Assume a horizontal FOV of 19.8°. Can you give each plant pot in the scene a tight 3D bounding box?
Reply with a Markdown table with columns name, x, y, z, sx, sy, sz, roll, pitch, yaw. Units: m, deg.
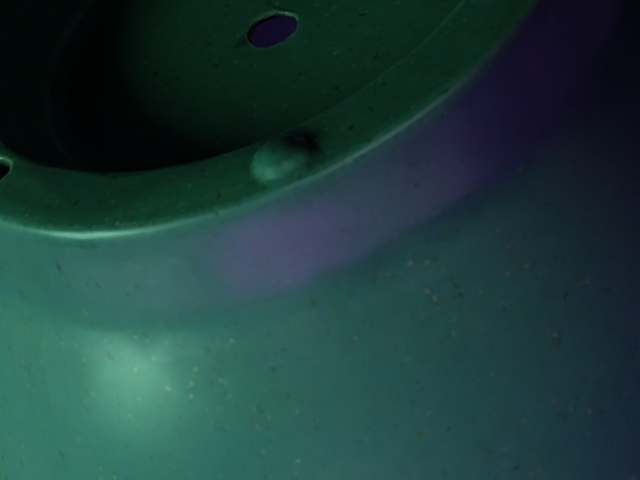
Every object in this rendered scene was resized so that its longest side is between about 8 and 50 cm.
| name | x | y | z | sx | sy | sz | roll | pitch | yaw |
| --- | --- | --- | --- | --- | --- | --- | --- | --- | --- |
| plant pot | 0.014 | -0.004 | 0.486 | 0.293 | 0.293 | 0.196 | -10 | 134 | 19 |
